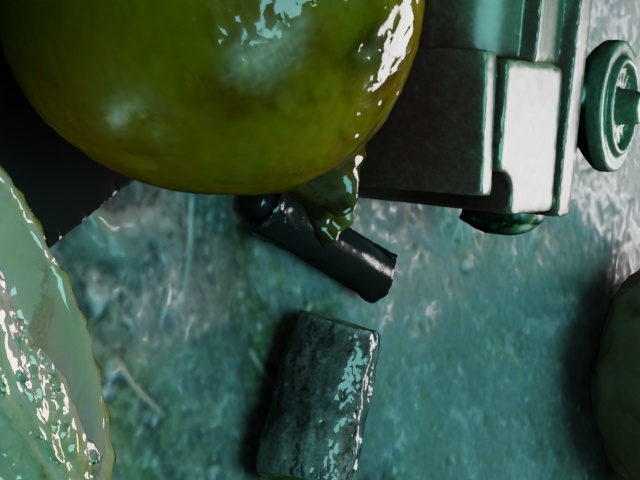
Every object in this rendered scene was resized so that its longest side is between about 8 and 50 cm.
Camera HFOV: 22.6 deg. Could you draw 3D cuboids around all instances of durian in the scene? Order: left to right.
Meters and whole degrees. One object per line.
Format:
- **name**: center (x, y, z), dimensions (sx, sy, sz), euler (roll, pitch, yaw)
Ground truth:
- **durian**: center (-0.177, 0.050, 0.703), dimensions (0.138, 0.183, 0.249), euler (-29, 125, -2)

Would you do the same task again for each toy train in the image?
- **toy train**: center (0.104, -0.154, 0.950), dimensions (0.221, 0.150, 0.304), euler (-2, 97, -61)

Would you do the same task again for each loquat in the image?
- **loquat**: center (-0.041, -0.109, 0.767), dimensions (0.213, 0.213, 0.246), euler (-39, 105, -38)

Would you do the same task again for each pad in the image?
- **pad**: center (-0.113, -0.094, 0.846), dimensions (0.190, 0.004, 0.127), euler (-43, 124, -36)

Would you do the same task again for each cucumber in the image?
- **cucumber**: center (0.002, 0.097, 0.951), dimensions (0.064, 0.064, 0.112), euler (31, 69, -45)

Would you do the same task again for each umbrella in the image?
- **umbrella**: center (0.000, -0.002, 0.962), dimensions (0.133, 0.031, 0.036), euler (33, 44, -45)

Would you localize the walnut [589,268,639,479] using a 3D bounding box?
- **walnut**: center (0.328, 0.113, 1.194), dimensions (0.248, 0.248, 0.248), euler (-7, 100, -47)
